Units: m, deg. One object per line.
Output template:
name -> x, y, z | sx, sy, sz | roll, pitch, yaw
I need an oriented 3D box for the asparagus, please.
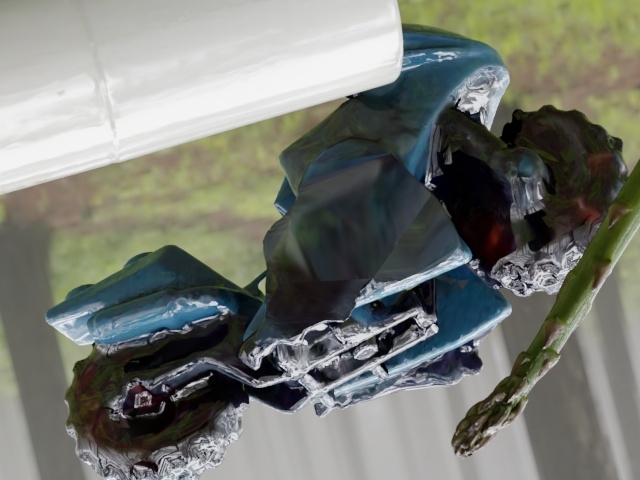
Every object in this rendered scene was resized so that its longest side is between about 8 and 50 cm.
asparagus -> 0.141, 0.015, 0.964 | 0.248, 0.025, 0.024 | -55, 157, -15

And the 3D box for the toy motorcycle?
toy motorcycle -> 0.000, 0.000, 1.240 | 0.416, 0.232, 0.172 | -30, 149, 10

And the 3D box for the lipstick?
lipstick -> -0.134, -0.061, 0.732 | 0.326, 0.087, 0.087 | -16, 178, -10
